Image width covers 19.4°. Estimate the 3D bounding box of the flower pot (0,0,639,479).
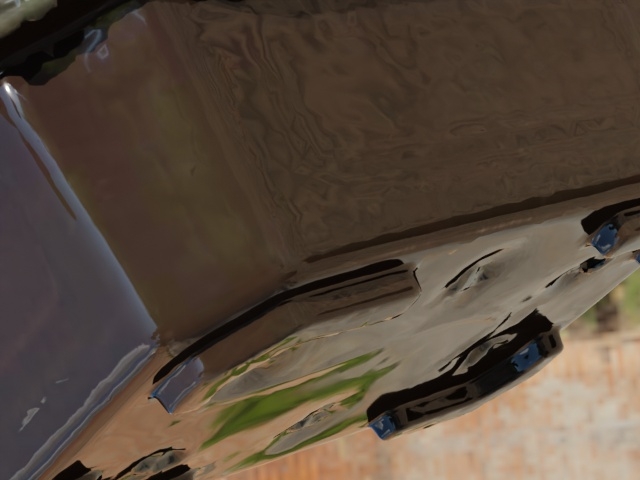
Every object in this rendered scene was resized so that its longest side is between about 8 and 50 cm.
[{"bbox_3d":[0.000,0.000,0.457,0.179,0.251,0.084,-46,66,40],"label":"flower pot"}]
